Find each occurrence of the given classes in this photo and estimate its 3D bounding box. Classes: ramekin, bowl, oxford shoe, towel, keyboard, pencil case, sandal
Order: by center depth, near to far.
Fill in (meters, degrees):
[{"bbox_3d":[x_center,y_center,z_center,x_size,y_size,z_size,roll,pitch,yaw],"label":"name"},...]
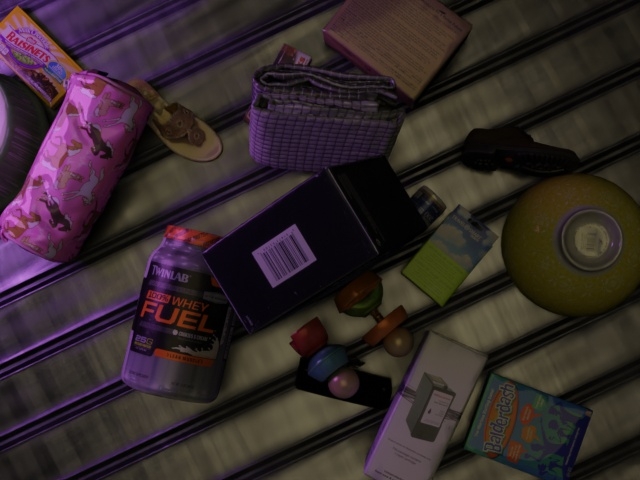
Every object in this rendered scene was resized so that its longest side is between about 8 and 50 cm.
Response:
[{"bbox_3d":[0.006,-0.233,1.847,0.283,0.235,0.121,3,68,-5],"label":"towel"},{"bbox_3d":[0.502,0.004,1.857,0.289,0.156,0.290,0,87,3],"label":"bowl"},{"bbox_3d":[-0.480,-0.142,1.896,0.167,0.160,0.386,29,96,16],"label":"pencil case"},{"bbox_3d":[0.396,-0.185,1.905,0.227,0.083,0.096,11,60,9],"label":"oxford shoe"},{"bbox_3d":[-0.707,-0.209,1.919,0.303,0.148,0.304,-1,81,7],"label":"ramekin"},{"bbox_3d":[0.050,0.269,1.930,0.192,0.038,0.100,14,110,3],"label":"keyboard"},{"bbox_3d":[-0.306,-0.243,1.951,0.240,0.079,0.088,39,89,5],"label":"sandal"}]

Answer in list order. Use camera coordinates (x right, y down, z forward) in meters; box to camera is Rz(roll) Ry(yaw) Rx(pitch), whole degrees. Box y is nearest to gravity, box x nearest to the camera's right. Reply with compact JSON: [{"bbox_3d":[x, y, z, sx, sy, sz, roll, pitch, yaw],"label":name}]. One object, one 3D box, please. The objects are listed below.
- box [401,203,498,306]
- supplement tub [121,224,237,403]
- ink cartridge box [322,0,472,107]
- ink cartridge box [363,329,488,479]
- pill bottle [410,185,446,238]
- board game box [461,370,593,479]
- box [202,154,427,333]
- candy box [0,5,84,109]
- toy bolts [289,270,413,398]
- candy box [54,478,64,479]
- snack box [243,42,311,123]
[{"bbox_3d":[0.256,0.030,1.923,0.109,0.042,0.178,40,89,4],"label":"box"},{"bbox_3d":[-0.257,0.140,1.867,0.193,0.193,0.316,12,86,4],"label":"supplement tub"},{"bbox_3d":[0.152,-0.412,1.936,0.234,0.088,0.193,39,87,5],"label":"ink cartridge box"},{"bbox_3d":[0.195,0.318,1.824,0.121,0.211,0.289,25,87,6],"label":"ink cartridge box"},{"bbox_3d":[0.186,-0.045,1.920,0.067,0.067,0.120,45,89,5],"label":"pill bottle"},{"bbox_3d":[0.401,0.367,1.891,0.210,0.047,0.160,20,87,5],"label":"board game box"},{"bbox_3d":[0.000,0.000,1.771,0.296,0.294,0.183,-33,87,25],"label":"box"},{"bbox_3d":[-0.588,-0.377,2.001,0.206,0.027,0.105,44,86,5],"label":"candy box"},{"bbox_3d":[0.070,0.184,1.826,0.228,0.218,0.158,-37,80,-7],"label":"toy bolts"},{"bbox_3d":[-0.572,0.589,1.913,0.164,0.070,0.196,-15,85,2],"label":"candy box"},{"bbox_3d":[-0.087,-0.308,1.973,0.064,0.022,0.178,28,88,2],"label":"snack box"}]
